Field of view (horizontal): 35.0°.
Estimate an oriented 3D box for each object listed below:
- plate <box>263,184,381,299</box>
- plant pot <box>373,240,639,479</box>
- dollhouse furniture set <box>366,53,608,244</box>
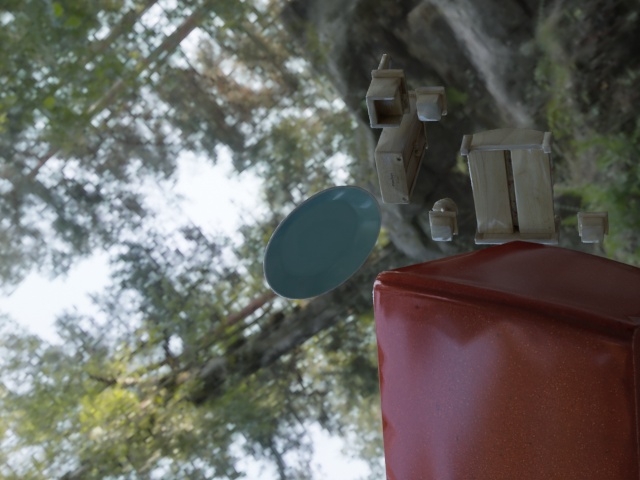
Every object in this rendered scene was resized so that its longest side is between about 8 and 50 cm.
[{"bbox_3d":[0.000,0.000,1.379,0.188,0.188,0.024,23,-162,-47],"label":"plate"},{"bbox_3d":[0.230,0.147,0.959,0.267,0.235,0.267,-10,-82,-47],"label":"plant pot"},{"bbox_3d":[0.279,-0.164,1.629,0.174,0.355,0.303,-70,-26,-45],"label":"dollhouse furniture set"}]
